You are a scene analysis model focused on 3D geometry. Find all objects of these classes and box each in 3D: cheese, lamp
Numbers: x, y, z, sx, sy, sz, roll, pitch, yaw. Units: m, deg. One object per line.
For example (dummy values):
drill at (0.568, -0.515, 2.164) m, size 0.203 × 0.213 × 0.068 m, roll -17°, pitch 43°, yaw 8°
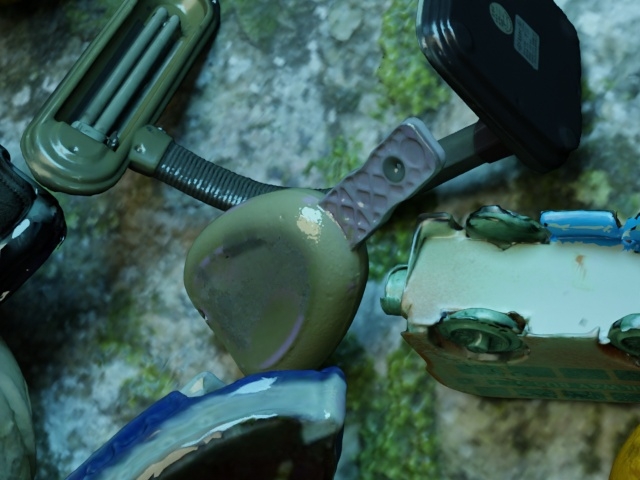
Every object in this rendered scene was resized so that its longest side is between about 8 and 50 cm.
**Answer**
cheese at (0.000, 0.000, 0.721) m, size 0.097 × 0.037 × 0.192 m, roll 53°, pitch 134°, yaw 8°
lamp at (0.001, -0.101, 0.802) m, size 0.283 × 0.124 × 0.203 m, roll -12°, pitch 44°, yaw 26°

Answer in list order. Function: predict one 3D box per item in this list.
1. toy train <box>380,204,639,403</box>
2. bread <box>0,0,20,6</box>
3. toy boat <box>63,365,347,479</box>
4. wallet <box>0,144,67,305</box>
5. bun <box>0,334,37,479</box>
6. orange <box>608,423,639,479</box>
toy train at (0.124, 0.030, 0.672) m, size 0.188 × 0.099 × 0.072 m, roll 0°, pitch 67°, yaw 29°
bread at (-0.251, -0.333, 0.952) m, size 0.398 × 0.215 × 0.398 m, roll -10°, pitch 67°, yaw 24°
toy boat at (-0.088, 0.150, 0.736) m, size 0.262 × 0.114 × 0.115 m, roll -46°, pitch 22°, yaw 1°
wallet at (-0.274, -0.013, 0.876) m, size 0.172 × 0.045 × 0.318 m, roll -43°, pitch 37°, yaw -12°
bun at (-0.223, 0.129, 0.804) m, size 0.166 × 0.113 × 0.173 m, roll -24°, pitch 38°, yaw 12°
orange at (0.165, 0.112, 0.628) m, size 0.083 × 0.083 × 0.084 m, roll -11°, pitch 65°, yaw 24°
